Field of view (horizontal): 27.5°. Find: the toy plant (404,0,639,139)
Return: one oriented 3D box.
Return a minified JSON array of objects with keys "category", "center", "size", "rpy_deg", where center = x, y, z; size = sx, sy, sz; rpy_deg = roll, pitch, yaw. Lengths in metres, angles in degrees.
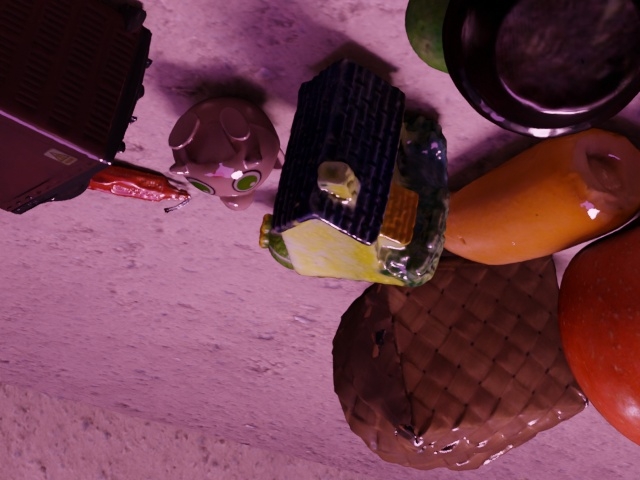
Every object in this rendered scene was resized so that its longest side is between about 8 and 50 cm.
[{"category":"toy plant","center":[0.182,-0.177,1.092],"size":[0.218,0.175,0.235],"rpy_deg":[2,-166,1]}]

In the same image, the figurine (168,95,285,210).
[{"category":"figurine","center":[-0.107,-0.101,1.472],"size":[0.125,0.125,0.138],"rpy_deg":[5,159,14]}]

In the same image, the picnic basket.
[{"category":"picnic basket","center":[0.159,0.174,1.794],"size":[0.337,0.292,0.337],"rpy_deg":[-11,168,-2]}]

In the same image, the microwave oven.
[{"category":"microwave oven","center":[-0.309,-0.153,1.358],"size":[0.188,0.178,0.247],"rpy_deg":[23,155,-29]}]

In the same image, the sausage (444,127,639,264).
[{"category":"sausage","center":[0.234,-0.035,1.504],"size":[0.134,0.116,0.354],"rpy_deg":[7,165,-22]}]

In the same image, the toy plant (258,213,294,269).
[{"category":"toy plant","center":[0.000,0.000,1.713],"size":[0.162,0.092,0.093],"rpy_deg":[12,158,1]}]

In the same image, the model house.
[{"category":"model house","center":[0.047,-0.077,1.361],"size":[0.170,0.193,0.211],"rpy_deg":[9,161,13]}]

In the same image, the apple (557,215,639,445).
[{"category":"apple","center":[0.437,0.079,1.425],"size":[0.349,0.277,0.348],"rpy_deg":[-32,176,-3]}]

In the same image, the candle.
[{"category":"candle","center":[-0.248,-0.070,1.713],"size":[0.162,0.048,0.053],"rpy_deg":[14,-172,-12]}]
